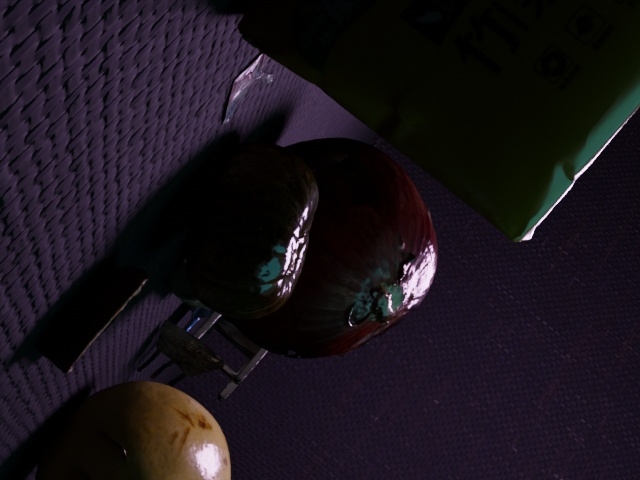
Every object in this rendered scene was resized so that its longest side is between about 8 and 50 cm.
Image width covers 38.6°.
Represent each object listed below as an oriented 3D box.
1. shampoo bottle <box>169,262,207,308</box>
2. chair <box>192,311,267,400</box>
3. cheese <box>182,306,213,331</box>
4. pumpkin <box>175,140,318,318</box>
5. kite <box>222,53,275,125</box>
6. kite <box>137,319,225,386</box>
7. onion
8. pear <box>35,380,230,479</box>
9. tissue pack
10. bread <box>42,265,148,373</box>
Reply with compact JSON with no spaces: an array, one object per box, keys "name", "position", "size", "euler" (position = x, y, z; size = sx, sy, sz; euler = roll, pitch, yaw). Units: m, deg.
[{"name":"shampoo bottle","position":[-0.198,0.076,1.447],"size":[0.065,0.065,0.204],"euler":[-52,179,-9]},{"name":"chair","position":[-0.147,0.169,1.829],"size":[0.270,0.136,0.147],"euler":[-49,179,-32]},{"name":"cheese","position":[-0.226,0.116,1.843],"size":[0.135,0.052,0.244],"euler":[-47,177,-40]},{"name":"pumpkin","position":[-0.094,-0.013,1.088],"size":[0.219,0.162,0.219],"euler":[12,90,-83]},{"name":"kite","position":[-0.061,-0.170,0.928],"size":[0.137,0.005,0.152],"euler":[-52,180,21]},{"name":"kite","position":[-0.279,0.229,1.753],"size":[0.245,0.141,0.015],"euler":[-40,-168,49]},{"name":"onion","position":[0.001,0.006,1.328],"size":[0.341,0.341,0.341],"euler":[-52,178,-2]},{"name":"pear","position":[-0.291,0.369,1.419],"size":[0.309,0.309,0.309],"euler":[-52,178,-2]},{"name":"tissue pack","position":[0.164,-0.238,0.719],"size":[0.382,0.293,0.228],"euler":[-52,-177,21]},{"name":"bread","position":[-0.234,0.078,0.942],"size":[0.129,0.044,0.126],"euler":[-54,-173,-19]}]
